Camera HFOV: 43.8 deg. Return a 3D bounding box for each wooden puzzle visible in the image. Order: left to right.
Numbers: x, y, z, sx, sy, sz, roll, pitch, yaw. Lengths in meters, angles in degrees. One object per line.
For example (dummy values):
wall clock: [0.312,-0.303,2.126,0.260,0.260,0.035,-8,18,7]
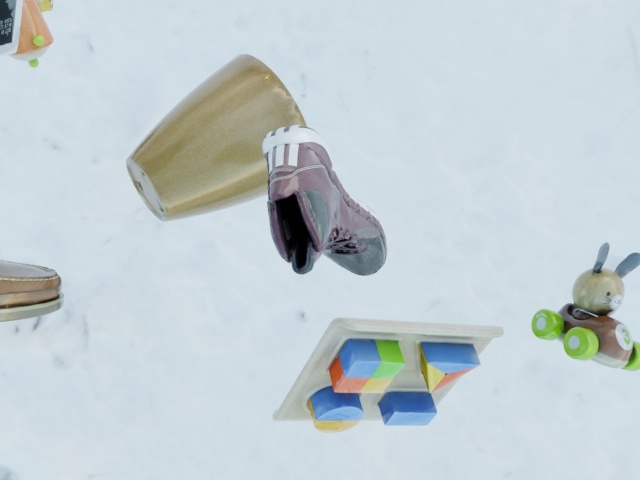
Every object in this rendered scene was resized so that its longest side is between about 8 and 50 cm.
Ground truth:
wooden puzzle: [0.117,0.255,1.405,0.322,0.081,0.348,5,140,-24]

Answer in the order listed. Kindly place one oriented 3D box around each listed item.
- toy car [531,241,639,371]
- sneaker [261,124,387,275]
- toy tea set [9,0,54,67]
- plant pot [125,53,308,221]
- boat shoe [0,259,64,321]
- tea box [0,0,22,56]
toy car: [0.466,0.101,1.305,0.155,0.149,0.188,15,100,-32]
sneaker: [0.000,0.000,1.022,0.106,0.163,0.281,-17,135,24]
toy tea set: [-0.607,-0.412,1.551,0.199,0.336,0.124,-11,117,-1]
plant pot: [-0.179,-0.144,1.308,0.254,0.237,0.237,-34,89,-23]
boat shoe: [-0.414,0.023,0.824,0.110,0.307,0.105,12,96,53]
tea box: [-0.515,-0.306,0.789,0.323,0.329,0.220,14,111,0]
